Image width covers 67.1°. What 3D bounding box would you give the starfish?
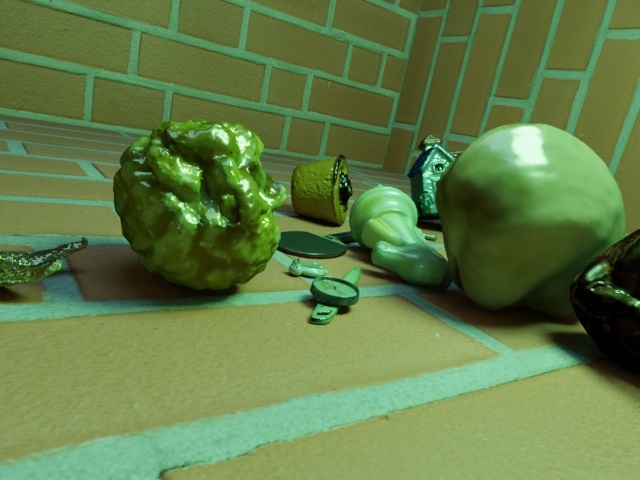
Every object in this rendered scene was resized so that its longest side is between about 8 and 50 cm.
[{"bbox_3d":[-0.445,0.029,0.656,0.232,0.047,0.295,-5,17,-21],"label":"starfish"}]

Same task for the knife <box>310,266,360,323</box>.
[{"bbox_3d":[0.033,0.090,0.857,0.043,0.019,0.293,16,17,11],"label":"knife"}]

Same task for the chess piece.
[{"bbox_3d":[0.177,0.005,1.100,0.176,0.175,0.298,7,27,-18],"label":"chess piece"}]

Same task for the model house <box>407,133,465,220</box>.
[{"bbox_3d":[0.467,-0.241,1.730,0.295,0.328,0.251,-3,-7,-2],"label":"model house"}]

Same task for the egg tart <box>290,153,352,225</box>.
[{"bbox_3d":[0.009,-0.149,1.439,0.171,0.215,0.215,0,12,12],"label":"egg tart"}]

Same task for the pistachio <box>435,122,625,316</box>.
[{"bbox_3d":[0.407,-0.027,0.942,0.446,0.365,0.281,33,7,-24],"label":"pistachio"}]

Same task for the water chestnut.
[{"bbox_3d":[0.569,0.109,0.779,0.244,0.289,0.289,-38,41,-27],"label":"water chestnut"}]

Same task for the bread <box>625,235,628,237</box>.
[{"bbox_3d":[0.636,0.039,1.203,0.389,0.183,0.236,6,17,-11],"label":"bread"}]

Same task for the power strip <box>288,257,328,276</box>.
[{"bbox_3d":[-0.023,0.050,0.937,0.083,0.035,0.055,3,16,-39],"label":"power strip"}]

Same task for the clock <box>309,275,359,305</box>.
[{"bbox_3d":[0.025,0.084,0.807,0.085,0.017,0.085,11,17,-4],"label":"clock"}]

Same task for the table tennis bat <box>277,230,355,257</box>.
[{"bbox_3d":[0.000,0.000,1.177,0.174,0.022,0.301,21,18,34],"label":"table tennis bat"}]

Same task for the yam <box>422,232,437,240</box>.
[{"bbox_3d":[0.306,-0.017,1.496,0.116,0.021,0.021,9,14,-4],"label":"yam"}]

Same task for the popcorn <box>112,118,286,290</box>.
[{"bbox_3d":[-0.180,-0.051,0.759,0.247,0.281,0.282,-22,-6,33],"label":"popcorn"}]
